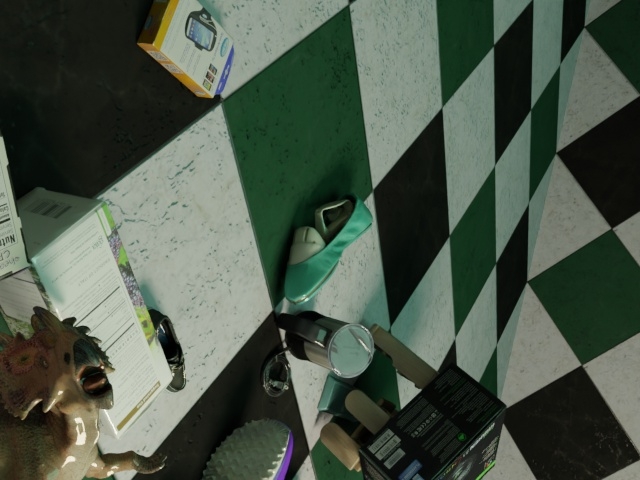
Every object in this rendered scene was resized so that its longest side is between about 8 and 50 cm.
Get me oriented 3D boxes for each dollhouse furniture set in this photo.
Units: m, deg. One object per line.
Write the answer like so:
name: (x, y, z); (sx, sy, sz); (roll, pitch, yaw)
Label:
dollhouse furniture set: (0.106, 0.313, 1.379); (0.242, 0.161, 0.212); (-51, 148, -1)

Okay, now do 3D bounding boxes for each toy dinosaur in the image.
toy dinosaur: (-0.266, 0.160, 0.590); (0.127, 0.295, 0.201); (-79, 149, -69)

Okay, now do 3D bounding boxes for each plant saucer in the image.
plant saucer: (0.048, 0.313, 1.388); (0.192, 0.018, 0.067); (41, 65, -59)

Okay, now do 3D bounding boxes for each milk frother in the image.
milk frother: (-0.011, 0.186, 1.107); (0.129, 0.134, 0.143); (11, 87, -31)

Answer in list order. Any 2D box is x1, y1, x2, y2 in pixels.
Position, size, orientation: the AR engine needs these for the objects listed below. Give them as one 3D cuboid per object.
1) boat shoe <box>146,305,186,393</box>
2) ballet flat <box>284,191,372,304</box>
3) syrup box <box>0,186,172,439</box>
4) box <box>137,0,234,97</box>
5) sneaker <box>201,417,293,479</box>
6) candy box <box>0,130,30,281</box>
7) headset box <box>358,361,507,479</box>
boat shoe: (-0.189, 0.140, 0.867); (0.049, 0.040, 0.142); (-53, 142, -39)
ballet flat: (0.000, 0.000, 1.136); (0.247, 0.083, 0.087); (-48, 115, -43)
syrup box: (-0.237, 0.076, 0.700); (0.096, 0.093, 0.237); (-50, 141, -41)
box: (-0.148, -0.225, 0.819); (0.136, 0.028, 0.081); (39, 66, -61)
sneaker: (-0.118, 0.406, 1.044); (0.294, 0.102, 0.146); (-62, 148, -14)
candy box: (-0.291, -0.088, 0.473); (0.071, 0.159, 0.234); (-33, 129, -51)
headset box: (0.207, 0.408, 1.323); (0.246, 0.131, 0.283); (-37, 145, -22)
